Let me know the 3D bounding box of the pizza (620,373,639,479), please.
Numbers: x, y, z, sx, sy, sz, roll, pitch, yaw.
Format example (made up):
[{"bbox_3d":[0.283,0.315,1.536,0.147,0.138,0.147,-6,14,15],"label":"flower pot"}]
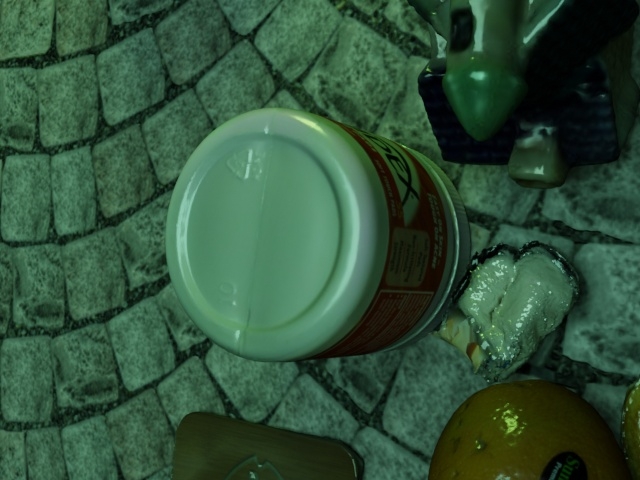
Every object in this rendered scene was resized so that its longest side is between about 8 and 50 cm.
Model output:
[{"bbox_3d":[0.350,0.206,0.822,0.134,0.046,0.175,-8,82,33],"label":"pizza"}]

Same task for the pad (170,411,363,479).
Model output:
[{"bbox_3d":[-0.081,0.370,1.100,0.286,0.018,0.284,4,89,32],"label":"pad"}]

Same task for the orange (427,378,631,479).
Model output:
[{"bbox_3d":[0.195,0.233,0.836,0.206,0.206,0.206,-3,85,32],"label":"orange"}]

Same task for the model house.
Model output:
[{"bbox_3d":[0.174,-0.195,0.817,0.243,0.298,0.284,-2,85,33],"label":"model house"}]

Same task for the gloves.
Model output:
[{"bbox_3d":[0.194,0.066,0.920,0.153,0.070,0.114,-53,54,10],"label":"gloves"}]

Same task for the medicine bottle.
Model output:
[{"bbox_3d":[0.000,0.000,0.948,0.252,0.241,0.253,-3,85,31],"label":"medicine bottle"}]
